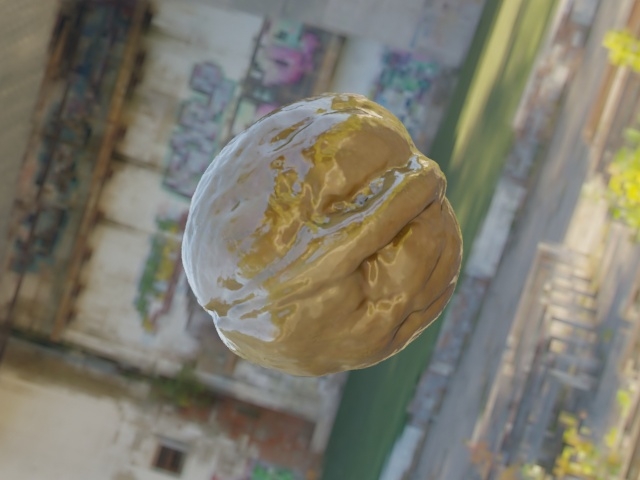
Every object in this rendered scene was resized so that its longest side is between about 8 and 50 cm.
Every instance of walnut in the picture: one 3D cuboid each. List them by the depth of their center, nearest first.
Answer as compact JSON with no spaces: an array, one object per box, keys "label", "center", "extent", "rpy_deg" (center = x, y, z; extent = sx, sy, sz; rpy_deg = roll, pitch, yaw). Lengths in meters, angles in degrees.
[{"label":"walnut","center":[0.000,0.000,0.870],"extent":[0.149,0.167,0.166],"rpy_deg":[-15,55,62]}]
